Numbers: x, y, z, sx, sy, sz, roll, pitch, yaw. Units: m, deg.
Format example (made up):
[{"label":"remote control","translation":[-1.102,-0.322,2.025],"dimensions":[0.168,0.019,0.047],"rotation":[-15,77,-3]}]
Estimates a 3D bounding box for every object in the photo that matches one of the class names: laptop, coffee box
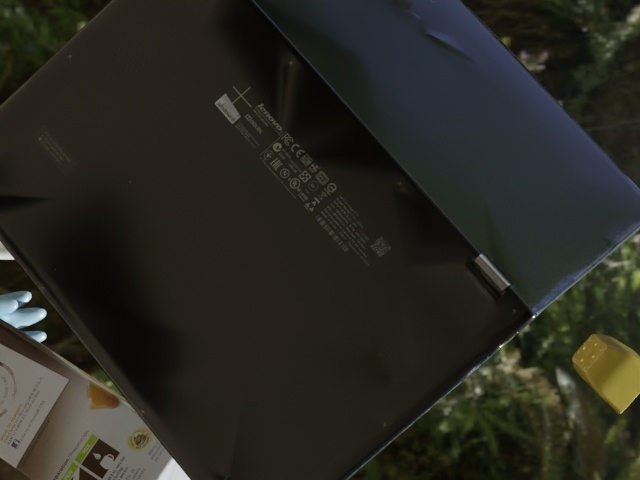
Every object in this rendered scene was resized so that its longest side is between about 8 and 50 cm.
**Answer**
[{"label":"laptop","translation":[0.002,-0.042,0.916],"dimensions":[0.382,0.408,0.236],"rotation":[49,4,11]},{"label":"coffee box","translation":[-0.233,0.166,1.026],"dimensions":[0.247,0.098,0.141],"rotation":[30,-11,14]}]

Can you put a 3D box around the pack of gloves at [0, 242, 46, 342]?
[{"label":"pack of gloves","translation":[-0.381,0.032,1.115],"dimensions":[0.046,0.232,0.195],"rotation":[-37,-116,46]}]

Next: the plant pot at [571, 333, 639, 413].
[{"label":"plant pot","translation":[0.409,0.180,1.614],"dimensions":[0.081,0.083,0.081],"rotation":[-50,-158,6]}]
